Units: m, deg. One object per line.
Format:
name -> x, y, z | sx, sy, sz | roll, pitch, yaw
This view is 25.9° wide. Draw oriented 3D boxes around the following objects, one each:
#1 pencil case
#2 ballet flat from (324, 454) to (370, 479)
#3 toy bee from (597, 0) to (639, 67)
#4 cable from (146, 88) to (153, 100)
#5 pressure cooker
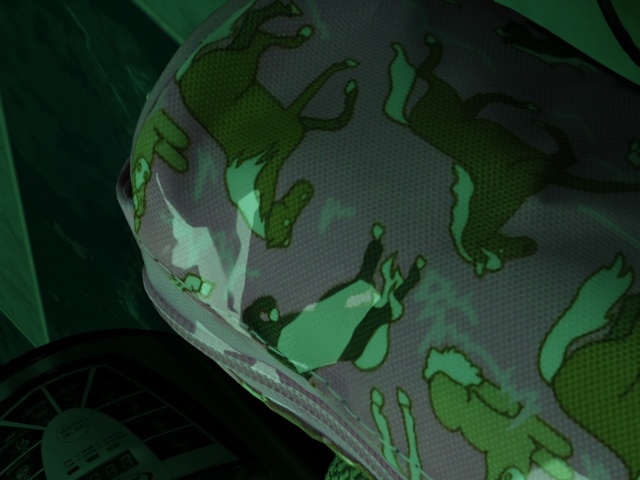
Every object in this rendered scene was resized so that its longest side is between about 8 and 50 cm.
pencil case -> 0.106, 0.054, 0.426 | 0.386, 0.167, 0.160 | 40, 119, 30
ballet flat -> 0.157, 0.300, 0.895 | 0.483, 0.182, 0.164 | 55, 156, -10
toy bee -> 0.044, -0.193, 0.443 | 0.162, 0.298, 0.195 | -55, 37, 39
cable -> 0.000, 0.000, 0.937 | 0.139, 0.072, 0.287 | 1, 141, 40
pressure cooker -> -0.116, 0.311, 1.135 | 0.375, 0.370, 0.420 | 12, -160, -39
